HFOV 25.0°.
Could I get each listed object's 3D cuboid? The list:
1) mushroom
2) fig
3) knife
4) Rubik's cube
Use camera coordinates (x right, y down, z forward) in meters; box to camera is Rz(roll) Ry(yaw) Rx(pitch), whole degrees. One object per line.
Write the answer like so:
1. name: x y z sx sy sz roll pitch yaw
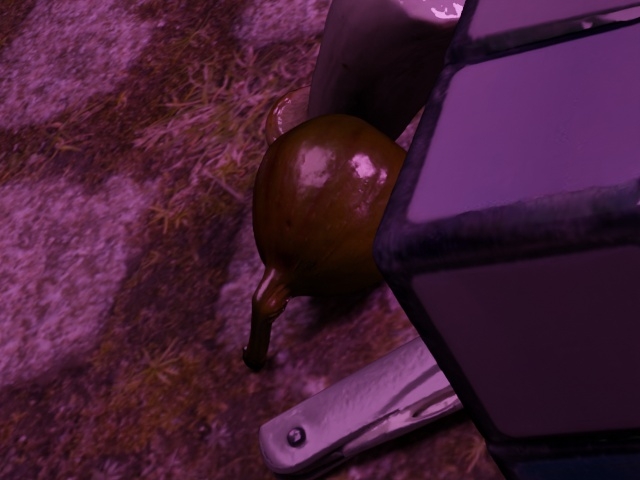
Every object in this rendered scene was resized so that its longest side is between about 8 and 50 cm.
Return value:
1. mushroom: 0.062 -0.142 1.195 0.329 0.159 0.122 -47 16 58
2. fig: -0.006 -0.014 1.160 0.186 0.142 0.148 -41 7 -34
3. knife: 0.077 0.104 1.042 0.265 0.040 0.073 -26 46 9
4. Rubik's cube: 0.257 -0.012 0.804 0.316 0.318 0.313 -8 40 30
